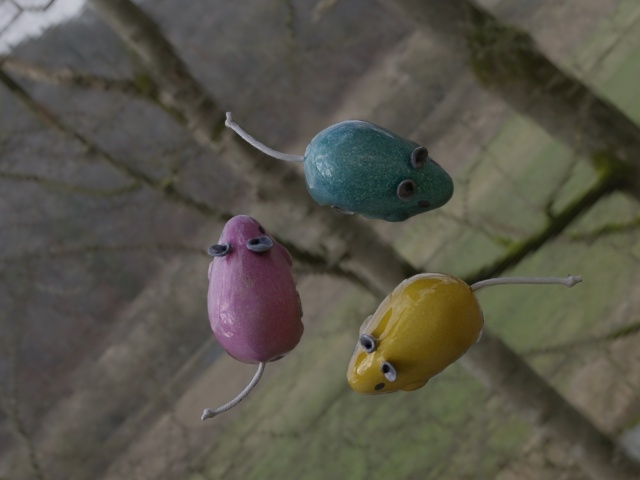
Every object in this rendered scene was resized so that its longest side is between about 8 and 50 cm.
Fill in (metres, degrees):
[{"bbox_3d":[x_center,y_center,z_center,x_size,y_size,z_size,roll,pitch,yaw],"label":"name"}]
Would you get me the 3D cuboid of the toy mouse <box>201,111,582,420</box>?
[{"bbox_3d":[0.000,0.000,0.666,0.161,0.143,0.031,-33,-12,0],"label":"toy mouse"}]
